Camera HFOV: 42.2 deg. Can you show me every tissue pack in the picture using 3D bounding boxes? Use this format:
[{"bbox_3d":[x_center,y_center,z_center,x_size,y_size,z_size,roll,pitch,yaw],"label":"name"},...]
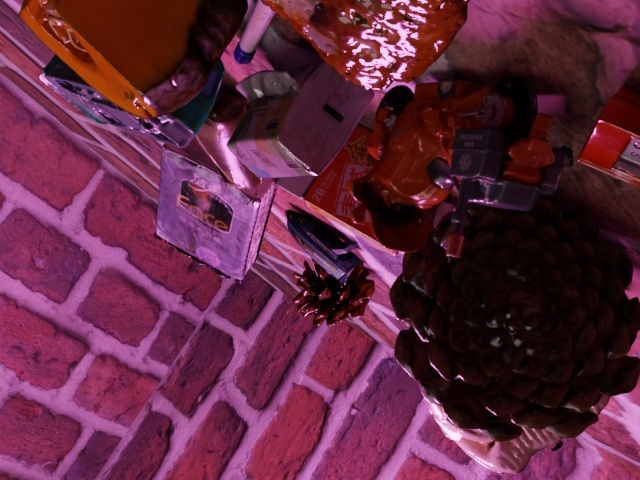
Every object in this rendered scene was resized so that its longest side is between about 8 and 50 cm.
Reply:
[{"bbox_3d":[-0.056,-0.196,1.263,0.145,0.159,0.229,38,168,-22],"label":"tissue pack"},{"bbox_3d":[-0.247,-0.080,1.913,0.259,0.122,0.361,29,147,4],"label":"tissue pack"}]

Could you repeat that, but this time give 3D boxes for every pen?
[{"bbox_3d":[-0.095,-0.309,1.210,0.033,0.033,0.269,35,169,-8],"label":"pen"}]

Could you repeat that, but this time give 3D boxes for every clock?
[{"bbox_3d":[0.352,-0.091,0.839,0.155,0.061,0.113,27,168,12],"label":"clock"}]

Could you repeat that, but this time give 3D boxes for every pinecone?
[{"bbox_3d":[0.027,0.129,2.304,0.201,0.229,0.202,50,178,-13],"label":"pinecone"},{"bbox_3d":[0.274,0.120,1.233,0.384,0.384,0.384,32,169,7],"label":"pinecone"}]

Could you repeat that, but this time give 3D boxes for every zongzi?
[{"bbox_3d":[-0.225,-0.218,1.682,0.241,0.111,0.247,27,153,31],"label":"zongzi"}]

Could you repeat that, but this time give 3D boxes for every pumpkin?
[{"bbox_3d":[-0.258,-0.323,1.166,0.256,0.225,0.303,47,169,-36],"label":"pumpkin"}]

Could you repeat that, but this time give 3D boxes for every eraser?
[{"bbox_3d":[0.064,-0.098,1.352,0.230,0.157,0.038,30,172,14],"label":"eraser"}]

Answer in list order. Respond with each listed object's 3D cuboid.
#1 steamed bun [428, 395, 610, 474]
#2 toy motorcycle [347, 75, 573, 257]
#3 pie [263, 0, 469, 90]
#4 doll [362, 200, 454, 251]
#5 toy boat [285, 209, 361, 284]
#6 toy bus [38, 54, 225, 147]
[{"bbox_3d":[0.404,0.313,1.792,0.394,0.346,0.237,9,-176,-1],"label":"steamed bun"},{"bbox_3d":[0.148,-0.088,1.022,0.148,0.221,0.326,7,-177,-31],"label":"toy motorcycle"},{"bbox_3d":[0.022,-0.283,0.856,0.308,0.085,0.308,31,164,10],"label":"pie"},{"bbox_3d":[0.194,-0.005,1.437,0.287,0.151,0.151,33,169,-7],"label":"doll"},{"bbox_3d":[0.000,0.000,2.157,0.246,0.103,0.093,41,-147,12],"label":"toy boat"},{"bbox_3d":[-0.331,-0.301,1.472,0.343,0.199,0.183,21,167,47],"label":"toy bus"}]
